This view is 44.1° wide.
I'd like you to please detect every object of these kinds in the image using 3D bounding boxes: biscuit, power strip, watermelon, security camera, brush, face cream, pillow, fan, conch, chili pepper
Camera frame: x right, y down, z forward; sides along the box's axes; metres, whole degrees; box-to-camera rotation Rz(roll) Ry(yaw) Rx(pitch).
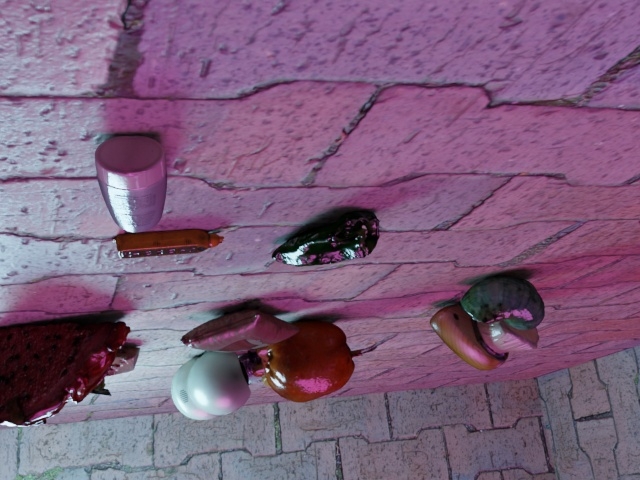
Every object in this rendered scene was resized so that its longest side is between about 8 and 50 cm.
[{"bbox_3d":[-0.128,0.373,2.365,0.153,0.030,0.234,-6,142,-17],"label":"biscuit"},{"bbox_3d":[-0.246,0.005,1.283,0.178,0.028,0.049,-5,162,-11],"label":"power strip"},{"bbox_3d":[-0.574,0.304,2.030,0.241,0.094,0.154,3,150,-33],"label":"watermelon"},{"bbox_3d":[-0.306,0.414,2.286,0.194,0.194,0.236,4,159,-33],"label":"security camera"},{"bbox_3d":[0.426,0.225,2.071,0.266,0.174,0.166,24,135,-31],"label":"brush"},{"bbox_3d":[-0.238,-0.070,1.006,0.084,0.057,0.198,-4,160,-13],"label":"face cream"},{"bbox_3d":[-0.191,0.218,1.887,0.223,0.084,0.236,-14,165,17],"label":"pillow"},{"bbox_3d":[-0.147,0.380,2.455,0.244,0.074,0.130,-12,152,-3],"label":"fan"},{"bbox_3d":[0.441,0.145,1.868,0.176,0.122,0.188,5,173,44],"label":"conch"},{"bbox_3d":[0.001,0.003,1.332,0.216,0.062,0.108,-20,153,35],"label":"chili pepper"}]

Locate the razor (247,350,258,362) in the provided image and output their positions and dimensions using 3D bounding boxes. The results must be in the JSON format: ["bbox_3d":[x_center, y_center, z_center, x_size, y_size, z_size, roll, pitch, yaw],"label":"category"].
[{"bbox_3d":[-0.139,0.336,2.378,0.154,0.044,0.028,-4,136,-17],"label":"razor"}]

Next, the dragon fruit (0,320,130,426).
[{"bbox_3d":[-0.574,0.256,1.734,0.330,0.302,0.240,-25,129,16],"label":"dragon fruit"}]

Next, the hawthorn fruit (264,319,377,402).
[{"bbox_3d":[0.000,0.306,2.048,0.299,0.211,0.211,-7,163,3],"label":"hawthorn fruit"}]

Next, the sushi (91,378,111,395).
[{"bbox_3d":[-0.714,0.366,2.155,0.292,0.059,0.294,11,171,-15],"label":"sushi"}]
